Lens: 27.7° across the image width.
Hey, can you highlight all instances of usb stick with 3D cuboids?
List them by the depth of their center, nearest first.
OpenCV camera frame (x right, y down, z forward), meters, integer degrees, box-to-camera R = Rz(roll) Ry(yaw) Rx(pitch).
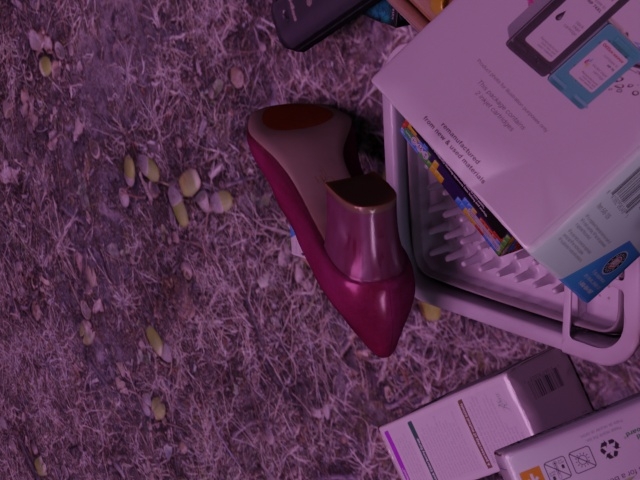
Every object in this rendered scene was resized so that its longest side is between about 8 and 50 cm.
[{"bbox_3d":[0.036,-0.277,1.364,0.278,0.045,0.077,-25,86,53],"label":"usb stick"}]

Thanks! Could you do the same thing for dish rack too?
[{"bbox_3d":[0.199,-0.050,1.281,0.332,0.072,0.286,17,119,47],"label":"dish rack"}]

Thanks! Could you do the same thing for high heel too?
[{"bbox_3d":[0.000,-0.027,1.439,0.377,0.127,0.181,-119,23,-61],"label":"high heel"}]

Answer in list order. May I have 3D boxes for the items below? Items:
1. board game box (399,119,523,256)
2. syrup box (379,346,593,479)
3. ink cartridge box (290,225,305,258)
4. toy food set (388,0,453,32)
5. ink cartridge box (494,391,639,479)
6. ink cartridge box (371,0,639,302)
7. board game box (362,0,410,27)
[{"bbox_3d":[0.163,-0.095,1.212,0.170,0.048,0.141,54,138,23],"label":"board game box"},{"bbox_3d":[0.175,0.200,1.400,0.237,0.093,0.096,-33,79,52],"label":"syrup box"},{"bbox_3d":[0.000,0.000,1.586,0.083,0.028,0.048,16,118,47],"label":"ink cartridge box"},{"bbox_3d":[0.073,-0.291,1.134,0.306,0.092,0.220,50,135,25],"label":"toy food set"},{"bbox_3d":[0.343,0.260,1.070,0.072,0.303,0.307,97,151,-86],"label":"ink cartridge box"},{"bbox_3d":[0.225,-0.126,1.015,0.270,0.198,0.197,-43,64,8],"label":"ink cartridge box"},{"bbox_3d":[0.054,-0.333,1.378,0.126,0.026,0.186,30,127,40],"label":"board game box"}]
